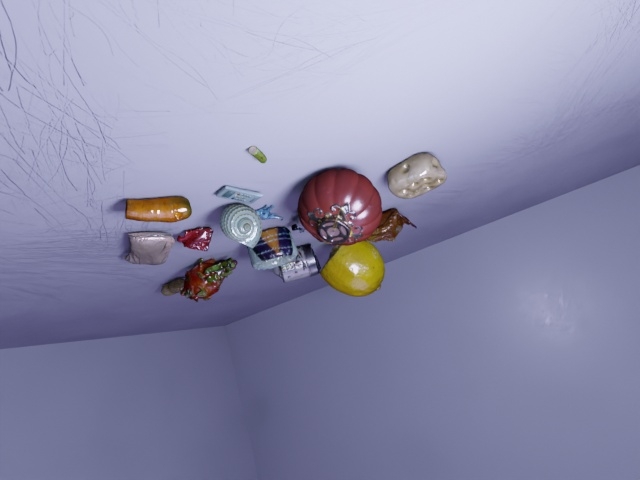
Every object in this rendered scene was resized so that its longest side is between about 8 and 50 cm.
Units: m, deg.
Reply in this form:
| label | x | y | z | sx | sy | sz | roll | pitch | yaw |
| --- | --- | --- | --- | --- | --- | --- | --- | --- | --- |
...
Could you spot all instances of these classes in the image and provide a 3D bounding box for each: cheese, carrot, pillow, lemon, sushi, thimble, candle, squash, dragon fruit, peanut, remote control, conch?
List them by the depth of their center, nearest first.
| label | x | y | z | sx | sy | sz | roll | pitch | yaw |
| --- | --- | --- | --- | --- | --- | --- | --- | --- | --- |
| squash | -0.179 | -0.248 | 1.179 | 0.028 | 0.027 | 0.083 | -21 | 165 | 12 |
| carrot | -0.506 | -0.094 | 1.265 | 0.194 | 0.087 | 0.087 | -8 | 162 | -27 |
| remote control | -0.275 | -0.158 | 1.385 | 0.061 | 0.029 | 0.162 | -30 | 155 | 34 |
| conch | -0.287 | -0.069 | 1.483 | 0.172 | 0.200 | 0.131 | 30 | 105 | -33 |
| pillow | -0.664 | 0.034 | 1.562 | 0.174 | 0.067 | 0.270 | -1 | 158 | -32 |
| cheese | 0.376 | -0.254 | 1.571 | 0.236 | 0.117 | 0.218 | -12 | 162 | -15 |
| dragon fruit | -0.486 | -0.020 | 1.576 | 0.132 | 0.096 | 0.063 | 11 | 151 | -20 |
| thimble | -0.221 | 0.040 | 1.893 | 0.238 | 0.150 | 0.237 | -17 | 165 | -5 |
| dragon fruit | -0.548 | 0.184 | 1.964 | 0.269 | 0.198 | 0.200 | -22 | -153 | 26 |
| sushi | 0.327 | -0.069 | 2.103 | 0.297 | 0.166 | 0.179 | -29 | 142 | 10 |
| peanut | -0.787 | 0.253 | 2.169 | 0.175 | 0.080 | 0.080 | -21 | 164 | 23 |
| candle | -0.170 | 0.135 | 2.220 | 0.331 | 0.187 | 0.187 | -14 | 164 | -5 |
| lemon | 0.196 | 0.156 | 2.250 | 0.365 | 0.363 | 0.364 | -16 | 164 | -5 |

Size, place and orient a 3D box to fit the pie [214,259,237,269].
| label | x | y | z | sx | sy | sz | roll | pitch | yaw |
| --- | --- | --- | --- | --- | --- | --- | --- | --- | --- |
| pie | -0.511 | 0.138 | 2.134 | 0.155 | 0.036 | 0.154 | -16 | 163 | -5 |

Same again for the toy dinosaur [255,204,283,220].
| label | x | y | z | sx | sy | sz | roll | pitch | yaw |
| --- | --- | --- | --- | --- | --- | --- | --- | --- | --- |
| toy dinosaur | -0.216 | -0.106 | 1.597 | 0.080 | 0.045 | 0.198 | -21 | 157 | 39 |

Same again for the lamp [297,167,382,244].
| label | x | y | z | sx | sy | sz | roll | pitch | yaw |
| --- | --- | --- | --- | --- | --- | --- | --- | --- | --- |
| lamp | 0.070 | -0.114 | 1.454 | 0.304 | 0.256 | 0.302 | 8 | 137 | 8 |

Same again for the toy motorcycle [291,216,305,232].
| label | x | y | z | sx | sy | sz | roll | pitch | yaw |
| --- | --- | --- | --- | --- | --- | --- | --- | --- | --- |
| toy motorcycle | 0.000 | -0.091 | 1.766 | 0.271 | 0.105 | 0.159 | -13 | 170 | 2 |
